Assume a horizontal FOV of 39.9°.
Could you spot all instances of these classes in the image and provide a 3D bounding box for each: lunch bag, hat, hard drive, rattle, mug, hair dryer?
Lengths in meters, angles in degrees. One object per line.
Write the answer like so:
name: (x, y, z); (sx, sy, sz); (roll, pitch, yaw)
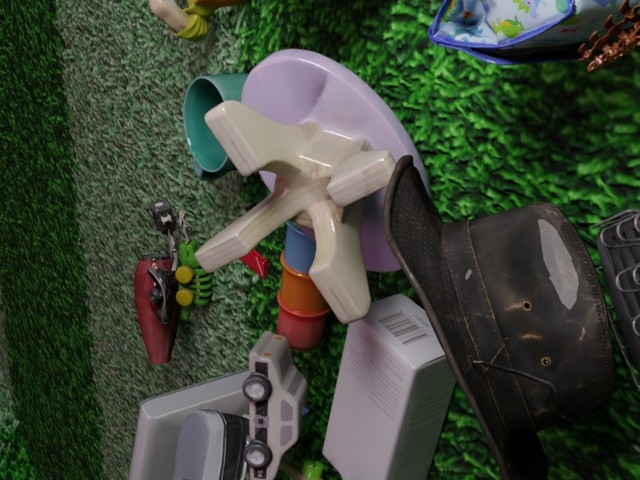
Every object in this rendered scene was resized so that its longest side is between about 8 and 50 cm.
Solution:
lunch bag: (0.182, -0.195, 0.728); (0.151, 0.129, 0.096); (-12, 90, 55)
hat: (0.180, 0.060, 0.764); (0.134, 0.331, 0.331); (-23, 79, 18)
hard drive: (-0.200, 0.341, 1.382); (0.040, 0.203, 0.307); (48, 136, 37)
rattle: (-0.178, -0.391, 1.244); (0.143, 0.130, 0.200); (-45, 37, 40)
mug: (-0.120, -0.159, 1.203); (0.158, 0.097, 0.129); (-13, 90, 57)
hair dryer: (-0.278, 0.099, 1.463); (0.293, 0.080, 0.223); (94, 174, -46)

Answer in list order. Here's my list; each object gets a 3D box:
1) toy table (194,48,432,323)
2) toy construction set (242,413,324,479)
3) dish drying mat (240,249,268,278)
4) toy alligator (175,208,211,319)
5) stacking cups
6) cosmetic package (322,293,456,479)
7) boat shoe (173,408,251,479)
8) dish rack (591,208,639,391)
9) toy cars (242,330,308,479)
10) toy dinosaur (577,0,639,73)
toy table: (-0.003, -0.053, 0.916); (0.274, 0.161, 0.252); (46, 126, -8)
toy construction set: (-0.057, 0.416, 1.271); (0.215, 0.151, 0.328); (-148, 58, -78)
dish drying mat: (-0.104, 0.026, 1.318); (0.083, 0.008, 0.032); (35, 129, 45)
toy alligator: (-0.202, 0.043, 1.433); (0.051, 0.056, 0.190); (6, 109, 11)
stacking cups: (0.000, 0.000, 1.103); (0.096, 0.096, 0.316); (41, 136, 42)
cosmetic package: (0.081, 0.193, 1.039); (0.117, 0.085, 0.231); (42, 135, 40)
boat shoe: (-0.149, 0.385, 1.183); (0.113, 0.105, 0.306); (-15, 64, 49)
dish rack: (0.290, 0.049, 0.661); (0.271, 0.074, 0.208); (140, 115, -68)
toy cars: (-0.061, 0.311, 1.095); (0.176, 0.087, 0.394); (72, -155, -64)
toy dinosaur: (0.263, -0.219, 0.524); (0.164, 0.218, 0.322); (58, 138, 48)
